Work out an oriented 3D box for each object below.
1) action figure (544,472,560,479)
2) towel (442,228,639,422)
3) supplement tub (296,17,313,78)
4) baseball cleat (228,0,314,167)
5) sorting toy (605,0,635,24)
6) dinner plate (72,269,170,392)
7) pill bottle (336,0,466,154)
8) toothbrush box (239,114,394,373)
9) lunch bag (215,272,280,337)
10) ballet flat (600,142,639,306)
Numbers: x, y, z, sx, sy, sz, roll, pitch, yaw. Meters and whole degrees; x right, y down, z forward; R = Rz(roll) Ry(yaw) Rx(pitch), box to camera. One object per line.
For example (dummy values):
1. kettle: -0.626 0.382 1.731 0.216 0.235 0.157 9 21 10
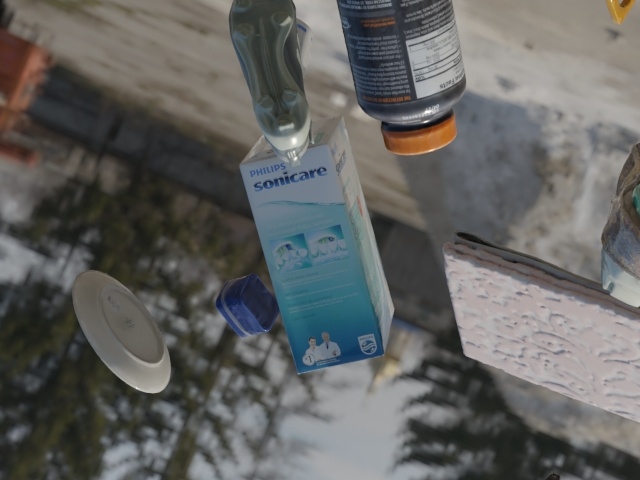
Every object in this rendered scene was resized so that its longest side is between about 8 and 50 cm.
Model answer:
1. action figure: 0.277 0.332 1.451 0.285 0.099 0.185 39 164 -11
2. towel: 0.342 0.132 2.285 0.332 0.053 0.317 21 153 26
3. supplement tub: -0.052 -0.238 2.103 0.071 0.107 0.071 9 148 6
4. baseball cleat: -0.051 -0.171 1.635 0.072 0.205 0.109 -7 153 1
5. sorting toy: 0.438 -0.425 2.021 0.047 0.347 0.196 23 150 33
6. dinner plate: -0.191 0.086 1.565 0.141 0.017 0.141 46 -160 -22
7. pill bottle: 0.094 -0.224 1.817 0.130 0.245 0.130 -10 -155 5
8. toothbrush box: 0.000 0.000 2.135 0.126 0.295 0.216 -14 -168 10
9. lunch bag: -0.116 0.106 2.509 0.065 0.067 0.098 -14 123 37
10. ballet flat: 0.289 -0.001 1.364 0.108 0.106 0.316 30 -158 5
